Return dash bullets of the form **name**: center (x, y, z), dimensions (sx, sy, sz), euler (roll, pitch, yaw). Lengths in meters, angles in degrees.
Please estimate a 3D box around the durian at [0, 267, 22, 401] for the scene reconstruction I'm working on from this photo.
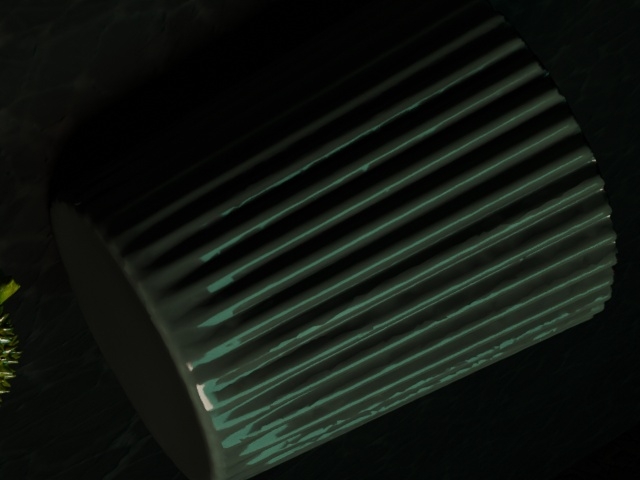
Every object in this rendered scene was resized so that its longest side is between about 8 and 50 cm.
- **durian**: center (-0.287, 0.084, 1.223), dimensions (0.159, 0.146, 0.198), euler (-43, 155, 15)

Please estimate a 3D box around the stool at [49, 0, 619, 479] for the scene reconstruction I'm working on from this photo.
- **stool**: center (0.000, 0.000, 1.364), dimensions (0.330, 0.297, 0.297), euler (-28, 157, -17)
